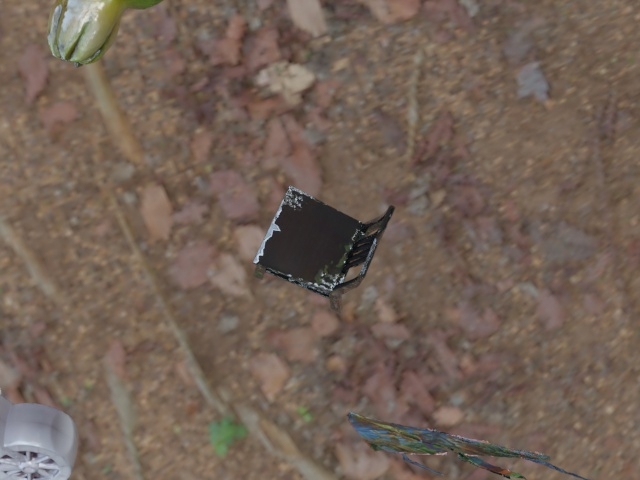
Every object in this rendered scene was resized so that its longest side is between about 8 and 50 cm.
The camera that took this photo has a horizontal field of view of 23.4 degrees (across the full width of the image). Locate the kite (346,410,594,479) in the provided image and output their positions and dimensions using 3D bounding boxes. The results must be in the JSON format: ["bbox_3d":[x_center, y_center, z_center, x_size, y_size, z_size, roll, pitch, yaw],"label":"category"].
[{"bbox_3d":[0.079,0.135,1.026,0.183,0.160,0.010,-8,62,54],"label":"kite"}]

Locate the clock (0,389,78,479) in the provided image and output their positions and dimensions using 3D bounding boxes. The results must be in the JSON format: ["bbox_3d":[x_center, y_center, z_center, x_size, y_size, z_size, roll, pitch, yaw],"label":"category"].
[{"bbox_3d":[-0.176,0.082,0.716,0.129,0.041,0.087,32,132,-32],"label":"clock"}]

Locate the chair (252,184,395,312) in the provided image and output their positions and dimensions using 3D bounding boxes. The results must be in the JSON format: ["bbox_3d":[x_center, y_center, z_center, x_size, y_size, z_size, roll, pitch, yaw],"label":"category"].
[{"bbox_3d":[0.000,0.000,1.450,0.101,0.212,0.084,24,77,1],"label":"chair"}]

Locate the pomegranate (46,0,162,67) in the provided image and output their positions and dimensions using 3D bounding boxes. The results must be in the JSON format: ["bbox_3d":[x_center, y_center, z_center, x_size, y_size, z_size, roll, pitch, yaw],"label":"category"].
[{"bbox_3d":[-0.240,-0.317,1.588,0.241,0.159,0.190,-53,47,25],"label":"pomegranate"}]
